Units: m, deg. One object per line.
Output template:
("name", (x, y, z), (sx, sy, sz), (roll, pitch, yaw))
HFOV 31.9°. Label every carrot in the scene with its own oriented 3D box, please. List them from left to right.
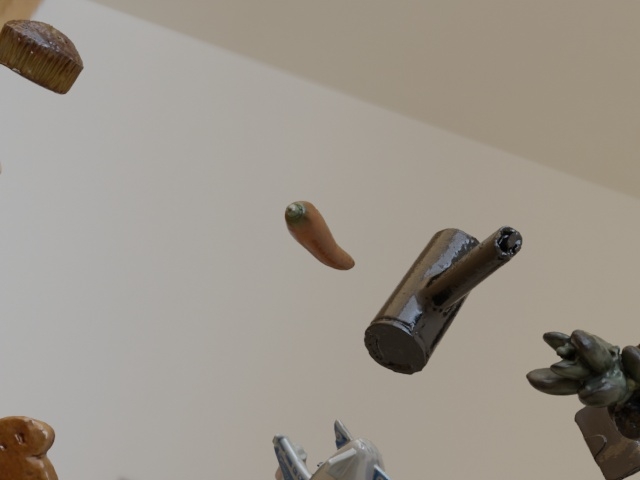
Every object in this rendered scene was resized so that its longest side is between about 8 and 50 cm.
("carrot", (0.000, 0.000, 1.054), (0.142, 0.035, 0.035), (48, 57, -53))

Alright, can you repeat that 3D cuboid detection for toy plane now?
("toy plane", (0.020, 0.377, 1.600), (0.123, 0.267, 0.267), (-15, 136, -38))

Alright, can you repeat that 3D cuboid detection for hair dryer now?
("hair dryer", (0.174, 0.048, 1.396), (0.197, 0.089, 0.251), (-51, -175, -33))

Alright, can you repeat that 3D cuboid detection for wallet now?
("wallet", (0.468, 0.319, 1.804), (0.082, 0.018, 0.156), (-32, -143, 13))

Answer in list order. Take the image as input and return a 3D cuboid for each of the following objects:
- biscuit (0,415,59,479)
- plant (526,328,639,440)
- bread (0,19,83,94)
("biscuit", (-0.251, 0.265, 0.832), (0.043, 0.183, 0.280), (6, 98, -76))
("plant", (0.443, 0.199, 1.630), (0.146, 0.275, 0.149), (-59, -158, 29))
("bread", (-0.263, -0.177, 1.054), (0.053, 0.085, 0.085), (-61, 179, 7))
